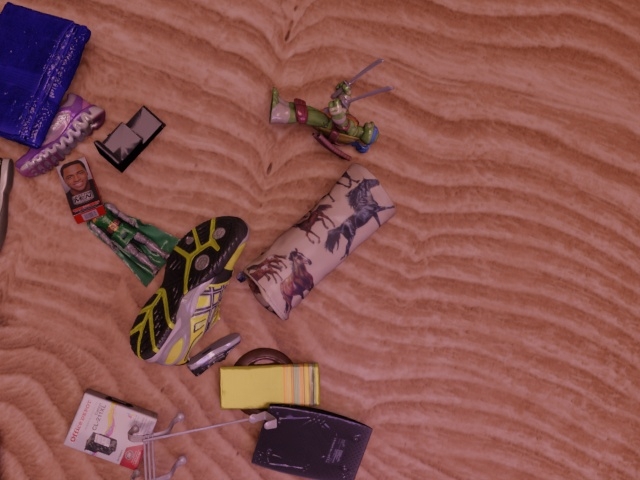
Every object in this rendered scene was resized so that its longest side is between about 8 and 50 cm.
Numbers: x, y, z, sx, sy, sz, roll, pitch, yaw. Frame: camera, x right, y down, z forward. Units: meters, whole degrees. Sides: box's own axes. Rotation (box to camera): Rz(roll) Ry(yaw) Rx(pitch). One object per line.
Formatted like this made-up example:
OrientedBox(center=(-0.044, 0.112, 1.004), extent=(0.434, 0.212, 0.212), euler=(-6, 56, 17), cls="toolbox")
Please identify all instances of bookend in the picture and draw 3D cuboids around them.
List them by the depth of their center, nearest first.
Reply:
OrientedBox(center=(-0.428, -0.241, 1.847), extent=(0.072, 0.157, 0.156), euler=(42, 82, -6), cls="bookend")

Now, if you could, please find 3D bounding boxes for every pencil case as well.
OrientedBox(center=(0.000, 0.000, 1.907), extent=(0.410, 0.183, 0.160), euler=(-44, 100, -11), cls="pencil case")

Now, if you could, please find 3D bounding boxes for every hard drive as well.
OrientedBox(center=(-0.022, 0.472, 1.917), extent=(0.254, 0.054, 0.172), euler=(15, 104, -12), cls="hard drive")

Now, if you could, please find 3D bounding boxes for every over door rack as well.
OrientedBox(center=(-0.264, 0.512, 1.843), extent=(0.324, 0.108, 0.239), euler=(-4, 105, -13), cls="over door rack")

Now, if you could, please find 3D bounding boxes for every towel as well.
OrientedBox(center=(-0.667, -0.374, 1.811), extent=(0.227, 0.076, 0.308), euler=(18, 77, 9), cls="towel")
OrientedBox(center=(-0.118, 0.342, 1.919), extent=(0.237, 0.021, 0.102), euler=(0, 84, -10), cls="towel")

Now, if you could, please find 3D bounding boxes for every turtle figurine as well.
OrientedBox(center=(0.020, -0.336, 1.919), extent=(0.266, 0.275, 0.198), euler=(7, 52, -6), cls="turtle figurine")

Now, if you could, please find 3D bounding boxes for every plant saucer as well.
OrientedBox(center=(-0.133, 0.340, 1.940), extent=(0.168, 0.029, 0.168), euler=(0, 88, -9), cls="plant saucer")

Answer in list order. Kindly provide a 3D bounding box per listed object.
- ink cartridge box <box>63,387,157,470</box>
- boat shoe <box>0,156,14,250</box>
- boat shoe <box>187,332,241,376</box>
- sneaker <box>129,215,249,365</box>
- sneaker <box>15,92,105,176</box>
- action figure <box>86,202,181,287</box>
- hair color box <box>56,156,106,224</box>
OrientedBox(center=(-0.475, 0.428, 1.850), extent=(0.175, 0.072, 0.127), euler=(22, 85, -9), cls="ink cartridge box")
OrientedBox(center=(-0.738, -0.075, 1.825), extent=(0.068, 0.081, 0.228), euler=(6, 79, -7), cls="boat shoe")
OrientedBox(center=(-0.245, 0.268, 1.917), extent=(0.142, 0.049, 0.040), euler=(-31, 112, -9), cls="boat shoe")
OrientedBox(center=(-0.283, 0.114, 1.876), extent=(0.385, 0.145, 0.147), euler=(-55, 140, -2), cls="sneaker")
OrientedBox(center=(-0.606, -0.245, 1.854), extent=(0.104, 0.095, 0.236), euler=(44, 76, 1), cls="sneaker")
OrientedBox(center=(-0.454, -0.015, 1.884), extent=(0.232, 0.063, 0.137), euler=(37, 85, -3), cls="action figure")
OrientedBox(center=(-0.542, -0.114, 1.850), extent=(0.072, 0.043, 0.141), euler=(-22, 64, -11), cls="hair color box")
